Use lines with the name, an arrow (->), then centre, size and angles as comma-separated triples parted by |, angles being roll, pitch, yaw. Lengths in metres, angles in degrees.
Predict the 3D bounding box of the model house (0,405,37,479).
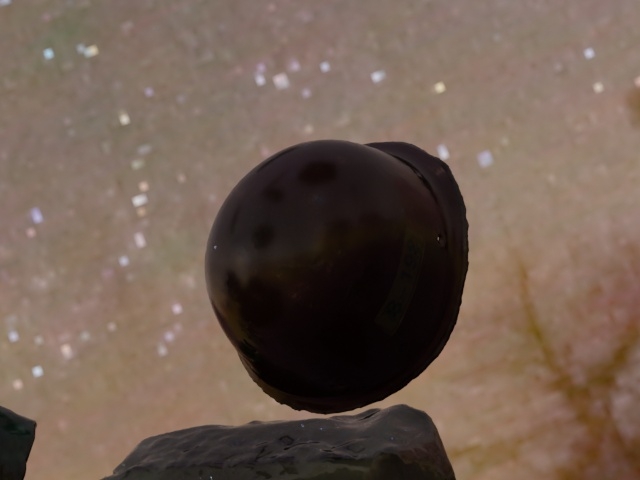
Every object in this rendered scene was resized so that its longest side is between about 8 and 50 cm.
model house -> -0.349, 0.169, 0.929 | 0.329, 0.252, 0.295 | 18, -13, -14

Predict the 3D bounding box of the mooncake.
mooncake -> -0.012, 0.240, 1.236 | 0.254, 0.250, 0.136 | -10, 13, 24

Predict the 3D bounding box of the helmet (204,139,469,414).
helmet -> 0.000, 0.000, 1.063 | 0.175, 0.155, 0.106 | -58, -36, -11
